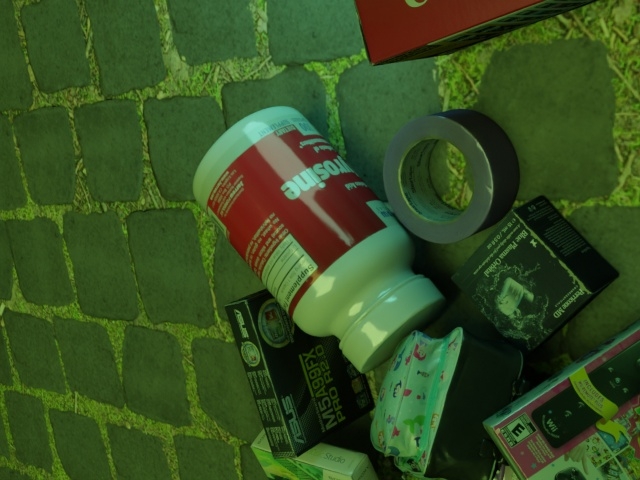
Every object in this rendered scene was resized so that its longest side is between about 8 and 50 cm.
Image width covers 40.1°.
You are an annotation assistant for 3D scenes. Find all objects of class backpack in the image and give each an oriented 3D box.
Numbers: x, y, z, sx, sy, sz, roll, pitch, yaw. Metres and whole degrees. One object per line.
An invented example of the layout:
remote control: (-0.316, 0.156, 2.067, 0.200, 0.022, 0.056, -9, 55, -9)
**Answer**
backpack: (0.179, 0.246, 1.280, 0.191, 0.253, 0.225, 16, 78, 5)

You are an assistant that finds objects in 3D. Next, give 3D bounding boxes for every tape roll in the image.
tape roll: (0.190, -0.095, 1.290, 0.188, 0.080, 0.189, 15, 114, 38)

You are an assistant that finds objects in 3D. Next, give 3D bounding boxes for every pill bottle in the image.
pill bottle: (0.000, 0.000, 1.386, 0.408, 0.229, 0.229, 49, 130, 18)

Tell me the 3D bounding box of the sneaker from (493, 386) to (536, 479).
sneaker: (0.313, 0.327, 1.320, 0.104, 0.095, 0.237, 26, 125, 25)

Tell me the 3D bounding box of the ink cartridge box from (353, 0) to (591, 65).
ink cartridge box: (0.198, -0.321, 1.077, 0.309, 0.271, 0.130, -12, 96, 43)

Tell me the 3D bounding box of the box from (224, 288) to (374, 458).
box: (-0.030, 0.201, 1.487, 0.060, 0.216, 0.270, -16, 93, 42)

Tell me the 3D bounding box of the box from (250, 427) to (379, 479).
box: (0.030, 0.480, 1.558, 0.232, 0.058, 0.322, 4, 128, 40)

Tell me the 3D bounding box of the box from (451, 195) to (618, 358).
box: (0.299, 0.051, 1.234, 0.158, 0.093, 0.156, 49, 130, 17)

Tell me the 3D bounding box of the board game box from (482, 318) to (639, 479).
board game box: (0.393, 0.240, 1.090, 0.224, 0.303, 0.097, 56, 176, 11)
